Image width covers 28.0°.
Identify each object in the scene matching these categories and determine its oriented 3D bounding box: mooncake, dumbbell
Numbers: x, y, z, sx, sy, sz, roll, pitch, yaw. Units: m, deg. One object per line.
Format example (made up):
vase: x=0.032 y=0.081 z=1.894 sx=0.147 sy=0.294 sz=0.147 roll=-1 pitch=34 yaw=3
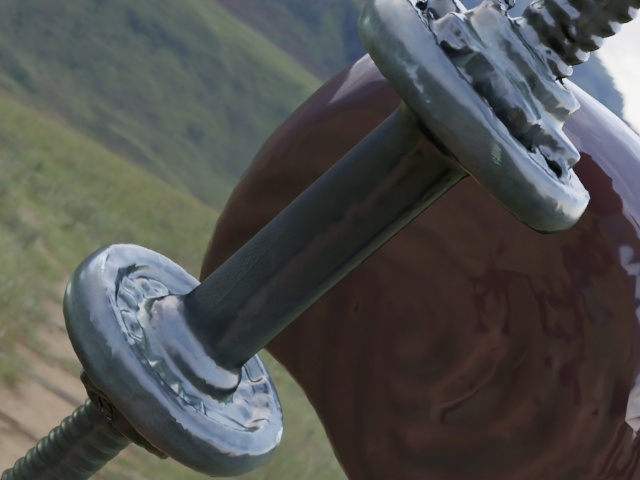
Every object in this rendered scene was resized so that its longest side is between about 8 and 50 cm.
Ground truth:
mooncake: x=0.080 y=0.036 z=0.792 sx=0.334 sy=0.325 sz=0.174 roll=-3 pitch=-1 yaw=20
dumbbell: x=0.000 y=0.000 z=0.357 sx=0.081 sy=0.254 sz=0.081 roll=44 pitch=17 yaw=-17
